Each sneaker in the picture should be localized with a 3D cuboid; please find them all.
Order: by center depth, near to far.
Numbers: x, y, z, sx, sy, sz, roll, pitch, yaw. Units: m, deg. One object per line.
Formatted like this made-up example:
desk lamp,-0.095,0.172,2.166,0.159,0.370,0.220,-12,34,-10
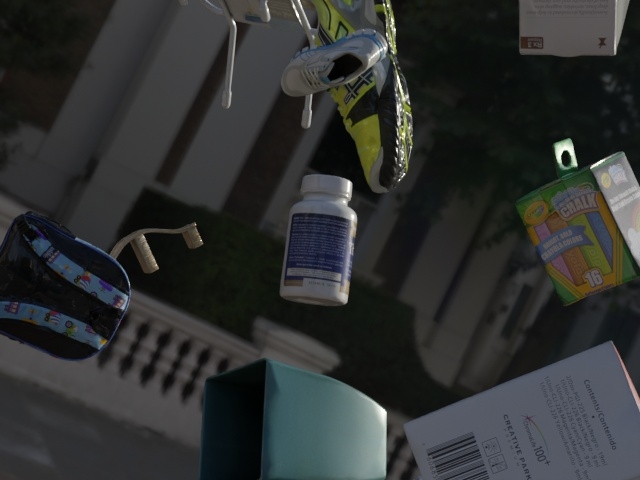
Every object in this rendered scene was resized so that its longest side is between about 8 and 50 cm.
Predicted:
sneaker,0.007,-0.260,1.703,0.191,0.083,0.071,-21,-66,36
sneaker,0.059,-0.260,1.818,0.147,0.384,0.145,-10,-10,12

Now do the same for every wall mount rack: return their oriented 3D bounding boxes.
wall mount rack,-0.122,-0.378,2.129,0.350,0.130,0.304,18,-29,32

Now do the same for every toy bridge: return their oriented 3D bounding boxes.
toy bridge,-0.258,0.017,1.635,0.026,0.188,0.063,0,-63,57

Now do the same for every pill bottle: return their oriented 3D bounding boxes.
pill bottle,0.000,0.000,1.085,0.067,0.120,0.067,7,-10,1

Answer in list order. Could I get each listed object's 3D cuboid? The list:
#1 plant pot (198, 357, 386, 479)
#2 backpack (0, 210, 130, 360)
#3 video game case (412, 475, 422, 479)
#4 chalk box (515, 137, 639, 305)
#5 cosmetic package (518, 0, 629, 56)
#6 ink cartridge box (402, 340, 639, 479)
plant pot,-0.028,0.281,1.589,0.234,0.165,0.165,16,-25,-32
backpack,-0.331,0.065,1.411,0.173,0.158,0.117,27,-6,-9
video game case,0.071,0.400,1.375,0.022,0.173,0.190,26,-42,-13
chalk box,0.373,-0.039,1.581,0.132,0.213,0.132,-27,-4,38
cosmetic package,0.321,-0.305,1.395,0.117,0.085,0.231,3,28,17
ink cartridge box,0.262,0.222,1.078,0.309,0.272,0.130,49,20,-59
